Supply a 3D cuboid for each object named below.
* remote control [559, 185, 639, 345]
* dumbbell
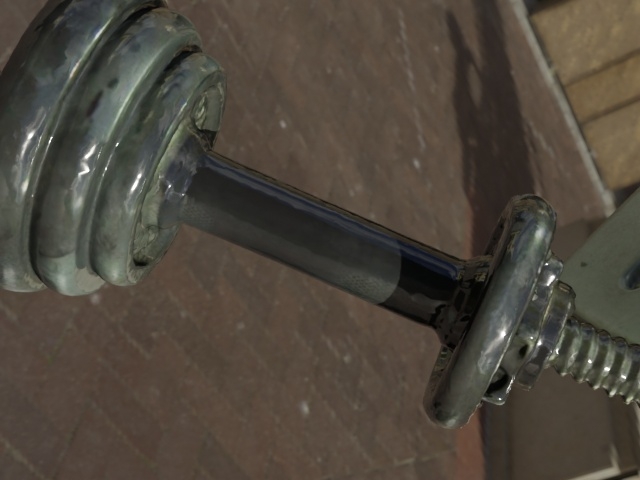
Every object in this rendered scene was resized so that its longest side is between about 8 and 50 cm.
[{"bbox_3d":[0.206,-0.033,0.484,0.038,0.233,0.098,49,-5,-31],"label":"remote control"},{"bbox_3d":[0.000,0.000,0.345,0.255,0.110,0.110,24,27,5],"label":"dumbbell"}]
